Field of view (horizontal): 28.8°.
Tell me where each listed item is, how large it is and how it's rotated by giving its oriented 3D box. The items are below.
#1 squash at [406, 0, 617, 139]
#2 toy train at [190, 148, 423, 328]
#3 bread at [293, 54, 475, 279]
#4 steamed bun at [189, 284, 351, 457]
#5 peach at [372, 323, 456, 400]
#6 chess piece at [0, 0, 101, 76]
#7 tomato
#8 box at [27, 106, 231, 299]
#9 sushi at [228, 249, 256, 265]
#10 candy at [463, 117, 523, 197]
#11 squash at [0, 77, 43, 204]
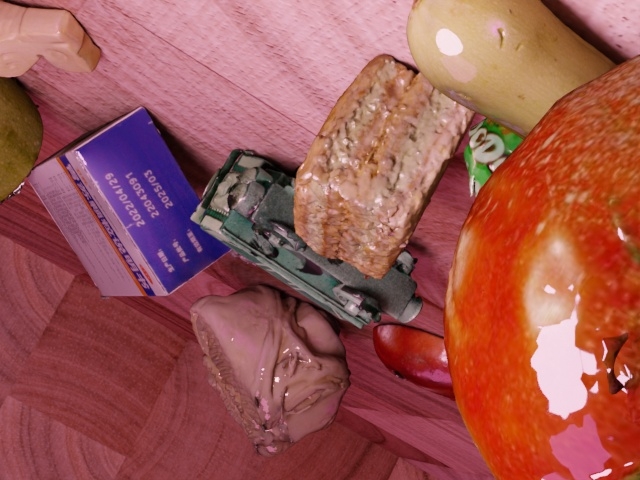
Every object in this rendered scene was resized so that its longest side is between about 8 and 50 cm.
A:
[{"bbox_3d":[0.157,-0.090,0.801,0.250,0.083,0.083,31,167,-28],"label":"squash"},{"bbox_3d":[0.000,0.000,1.370,0.269,0.115,0.154,34,174,-27],"label":"toy train"},{"bbox_3d":[0.046,-0.054,1.018,0.102,0.138,0.196,30,168,5],"label":"bread"},{"bbox_3d":[-0.067,0.184,2.010,0.280,0.207,0.268,49,155,33],"label":"steamed bun"},{"bbox_3d":[0.191,0.201,1.835,0.279,0.068,0.189,15,164,40],"label":"peach"},{"bbox_3d":[-0.325,-0.210,1.294,0.200,0.090,0.090,7,159,27],"label":"chess piece"},{"bbox_3d":[0.212,0.040,0.698,0.303,0.303,0.239,33,-178,-21],"label":"tomato"},{"bbox_3d":[-0.247,-0.039,1.543,0.200,0.106,0.299,58,158,-11],"label":"box"},{"bbox_3d":[-0.081,-0.020,1.498,0.098,0.084,0.094,29,165,-19],"label":"sushi"},{"bbox_3d":[0.230,-0.013,0.970,0.323,0.097,0.097,28,169,-37],"label":"candy"},{"bbox_3d":[-0.474,-0.164,1.502,0.189,0.189,0.260,19,168,32],"label":"squash"}]
